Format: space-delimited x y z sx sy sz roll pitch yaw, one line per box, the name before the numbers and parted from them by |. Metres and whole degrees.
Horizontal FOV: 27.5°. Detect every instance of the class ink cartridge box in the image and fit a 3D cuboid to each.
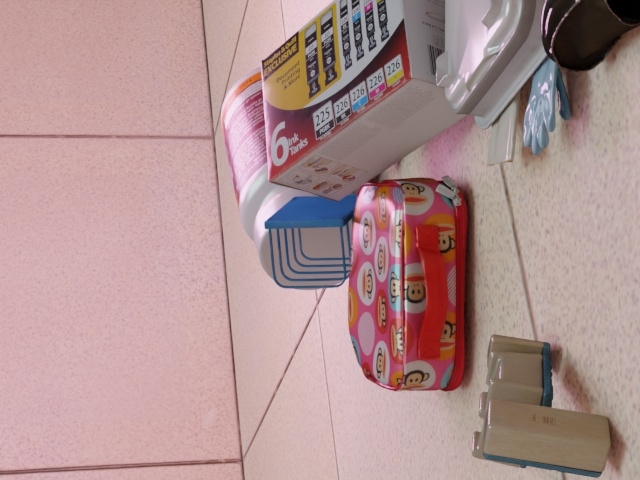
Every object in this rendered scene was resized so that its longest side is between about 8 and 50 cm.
ink cartridge box | 0.058 -0.244 1.775 0.309 0.130 0.271 -33 52 44

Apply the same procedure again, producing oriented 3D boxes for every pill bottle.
pill bottle | -0.040 -0.112 2.238 0.392 0.224 0.224 -105 19 -48

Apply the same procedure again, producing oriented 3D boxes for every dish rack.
dish rack | 0.193 -0.321 1.497 0.285 0.072 0.332 125 149 -67

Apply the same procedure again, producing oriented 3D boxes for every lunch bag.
lunch bag | 0.123 0.058 1.779 0.258 0.120 0.293 -172 82 -76

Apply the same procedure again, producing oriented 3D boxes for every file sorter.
file sorter | 0.000 0.000 1.945 0.170 0.118 0.104 -45 -49 -70

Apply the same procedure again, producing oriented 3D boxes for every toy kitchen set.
toy kitchen set | 0.231 0.218 1.412 0.207 0.122 0.166 -72 -10 -62

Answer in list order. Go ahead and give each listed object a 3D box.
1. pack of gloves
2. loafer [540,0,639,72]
pack of gloves | 0.247 -0.200 1.451 0.195 0.046 0.232 174 103 -80
loafer | 0.269 -0.226 1.226 0.220 0.080 0.078 109 157 -55
